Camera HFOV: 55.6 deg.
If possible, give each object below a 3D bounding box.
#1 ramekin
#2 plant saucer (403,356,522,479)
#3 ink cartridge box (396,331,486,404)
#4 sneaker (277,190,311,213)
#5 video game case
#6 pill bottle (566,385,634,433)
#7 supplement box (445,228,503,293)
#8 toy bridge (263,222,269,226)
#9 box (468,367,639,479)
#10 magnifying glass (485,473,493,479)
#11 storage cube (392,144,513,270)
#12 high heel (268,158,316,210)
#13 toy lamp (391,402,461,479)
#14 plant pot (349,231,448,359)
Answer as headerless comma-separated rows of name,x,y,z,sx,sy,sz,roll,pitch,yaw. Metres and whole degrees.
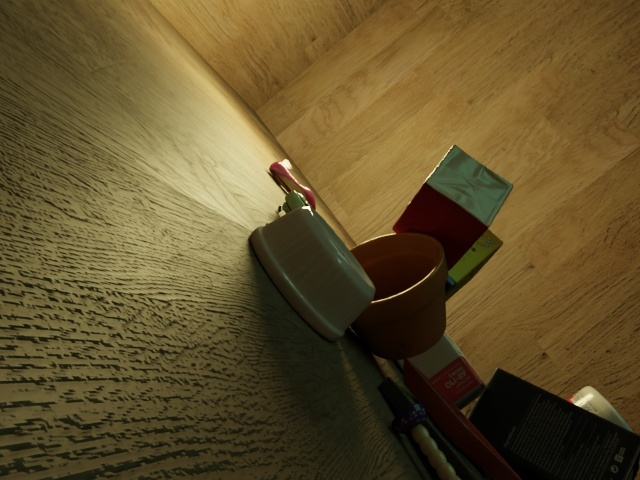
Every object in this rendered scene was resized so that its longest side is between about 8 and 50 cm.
ramekin,-0.005,0.052,1.189,0.273,0.127,0.273,50,6,-7
plant saucer,0.295,0.401,1.327,0.258,0.048,0.259,46,1,-30
ink cartridge box,0.303,0.315,1.785,0.385,0.160,0.279,54,6,24
sneaker,-0.052,-0.060,1.665,0.151,0.094,0.256,56,-5,-10
video game case,0.254,0.419,1.232,0.275,0.035,0.248,47,0,44
pill bottle,0.746,0.658,1.878,0.229,0.407,0.229,51,5,-6
supplement box,0.319,0.059,1.686,0.195,0.194,0.356,44,39,15
toy bridge,-0.080,0.009,1.369,0.063,0.026,0.188,54,5,36
box,0.630,0.567,1.651,0.395,0.212,0.293,23,-20,34
magnifying glass,0.448,0.631,1.644,0.092,0.026,0.231,54,5,21
storage cube,0.325,-0.083,1.497,0.183,0.215,0.193,37,-38,7
high heel,-0.105,-0.188,2.268,0.244,0.082,0.117,63,33,-9
toy lamp,0.220,0.408,1.021,0.275,0.080,0.080,53,5,37
plant pot,0.175,0.141,1.431,0.291,0.291,0.203,-116,-178,-65
